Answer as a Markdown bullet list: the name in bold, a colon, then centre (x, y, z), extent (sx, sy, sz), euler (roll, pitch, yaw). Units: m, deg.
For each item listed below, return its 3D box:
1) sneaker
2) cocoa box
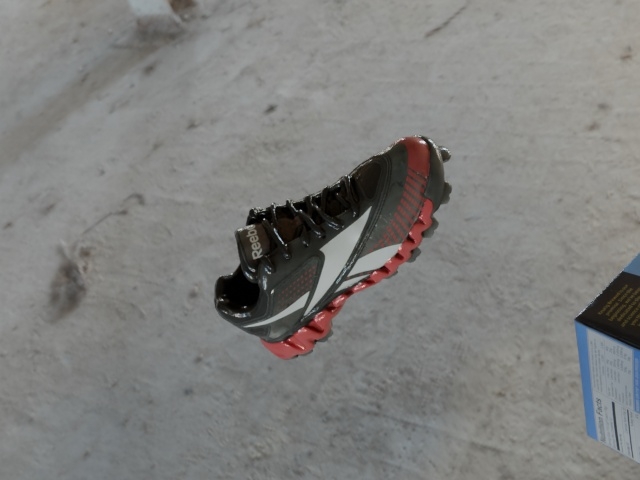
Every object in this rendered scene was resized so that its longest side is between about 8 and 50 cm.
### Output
- **sneaker**: centre (0.000, 0.000, 0.770), extent (0.276, 0.135, 0.097), euler (-46, 38, 26)
- **cocoa box**: centre (0.513, 0.115, 1.033), extent (0.347, 0.231, 0.228), euler (-38, 40, -25)
